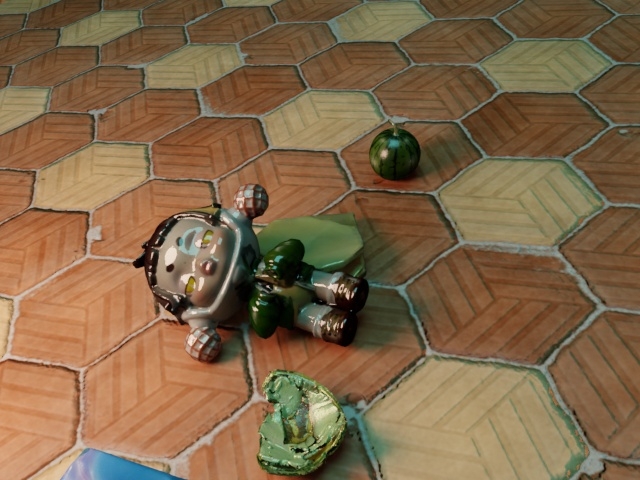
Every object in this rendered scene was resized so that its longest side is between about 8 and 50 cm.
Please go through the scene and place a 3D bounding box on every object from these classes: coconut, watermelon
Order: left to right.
[{"bbox_3d":[-0.026,0.243,0.946,0.133,0.055,0.158,2,42,15],"label":"coconut"},{"bbox_3d":[0.139,-0.163,1.362,0.109,0.109,0.109,-7,39,6],"label":"watermelon"}]

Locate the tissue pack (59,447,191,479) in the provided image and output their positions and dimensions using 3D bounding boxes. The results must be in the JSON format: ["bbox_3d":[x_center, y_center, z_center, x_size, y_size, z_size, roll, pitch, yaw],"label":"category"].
[{"bbox_3d":[-0.181,0.354,0.777,0.264,0.146,0.198,9,44,24],"label":"tissue pack"}]

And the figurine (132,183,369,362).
[{"bbox_3d":[-0.114,0.057,1.121,0.370,0.167,0.281,16,83,18],"label":"figurine"}]

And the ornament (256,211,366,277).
[{"bbox_3d":[0.000,0.000,1.240,0.201,0.059,0.180,18,44,35],"label":"ornament"}]
